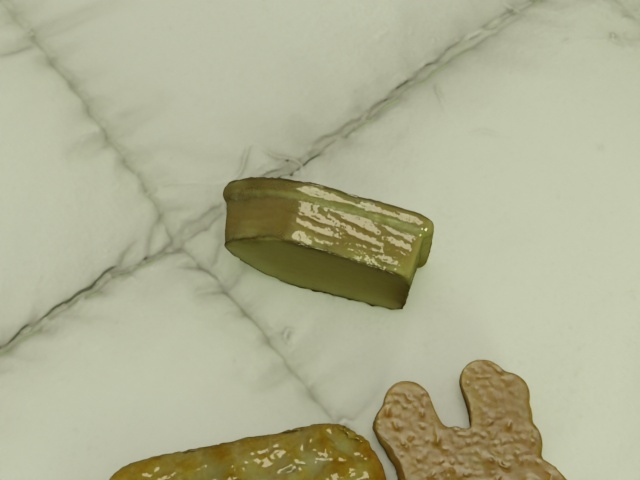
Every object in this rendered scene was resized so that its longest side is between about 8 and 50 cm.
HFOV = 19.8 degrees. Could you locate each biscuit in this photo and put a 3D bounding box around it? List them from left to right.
[{"bbox_3d":[-0.066,0.219,1.532,0.247,0.029,0.118,-12,64,-7],"label":"biscuit"},{"bbox_3d":[0.139,0.215,1.537,0.144,0.040,0.236,-18,67,-3],"label":"biscuit"}]

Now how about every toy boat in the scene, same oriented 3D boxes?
[{"bbox_3d":[0.000,0.000,1.595,0.188,0.116,0.061,15,71,4],"label":"toy boat"}]
